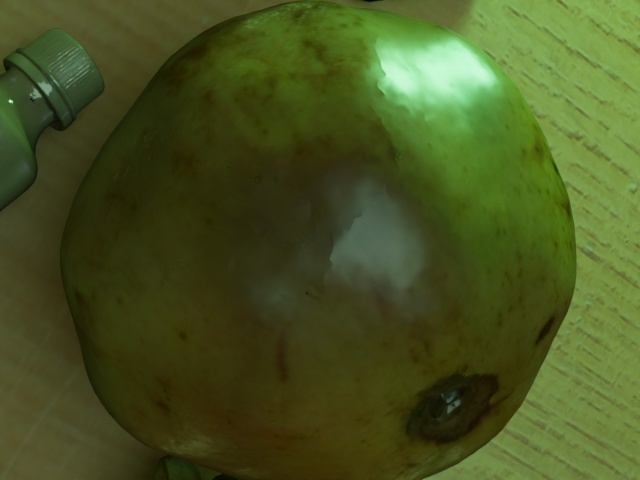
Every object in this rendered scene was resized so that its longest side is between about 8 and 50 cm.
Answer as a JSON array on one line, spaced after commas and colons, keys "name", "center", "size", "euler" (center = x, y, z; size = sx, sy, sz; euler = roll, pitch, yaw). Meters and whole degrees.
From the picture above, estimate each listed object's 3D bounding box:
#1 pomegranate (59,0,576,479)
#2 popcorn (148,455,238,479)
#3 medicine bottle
[{"name": "pomegranate", "center": [0.000, 0.000, 0.940], "size": [0.411, 0.411, 0.412], "euler": [-2, 94, -27]}, {"name": "popcorn", "center": [-0.087, 0.321, 0.994], "size": [0.252, 0.215, 0.286], "euler": [25, 78, 7]}, {"name": "medicine bottle", "center": [-0.283, -0.069, 0.922], "size": [0.252, 0.114, 0.114], "euler": [-42, 110, -18]}]
